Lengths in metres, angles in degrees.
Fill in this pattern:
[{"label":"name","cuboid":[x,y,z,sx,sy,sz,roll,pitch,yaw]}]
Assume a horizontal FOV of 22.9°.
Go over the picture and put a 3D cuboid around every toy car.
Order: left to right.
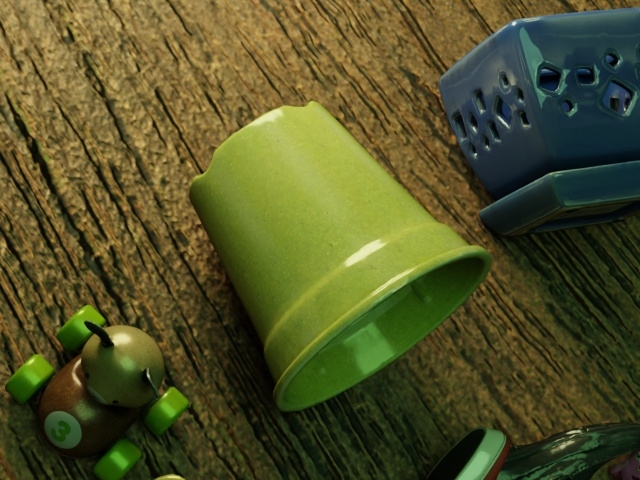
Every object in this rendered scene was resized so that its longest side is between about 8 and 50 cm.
[{"label":"toy car","cuboid":[-0.214,0.143,1.596,0.155,0.188,0.149,44,67,0]}]

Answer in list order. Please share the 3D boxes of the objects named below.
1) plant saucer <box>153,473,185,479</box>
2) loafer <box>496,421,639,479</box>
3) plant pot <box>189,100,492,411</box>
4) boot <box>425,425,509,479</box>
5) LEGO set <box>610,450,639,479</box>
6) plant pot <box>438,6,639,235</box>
[{"label":"plant saucer","cuboid":[-0.180,0.450,1.506,0.332,0.081,0.333,-33,70,-15]},{"label":"loafer","cuboid":[0.267,0.257,1.772,0.223,0.076,0.078,-14,83,-15]},{"label":"plant pot","cuboid":[0.000,0.000,1.685,0.276,0.276,0.254,-28,72,-22]},{"label":"boot","cuboid":[0.176,0.336,1.693,0.176,0.088,0.244,31,88,-7]},{"label":"LEGO set","cuboid":[0.378,0.344,1.768,0.087,0.093,0.227,44,31,-37]},{"label":"plant pot","cuboid":[0.294,-0.129,1.816,0.236,0.236,0.212,-8,82,-19]}]
